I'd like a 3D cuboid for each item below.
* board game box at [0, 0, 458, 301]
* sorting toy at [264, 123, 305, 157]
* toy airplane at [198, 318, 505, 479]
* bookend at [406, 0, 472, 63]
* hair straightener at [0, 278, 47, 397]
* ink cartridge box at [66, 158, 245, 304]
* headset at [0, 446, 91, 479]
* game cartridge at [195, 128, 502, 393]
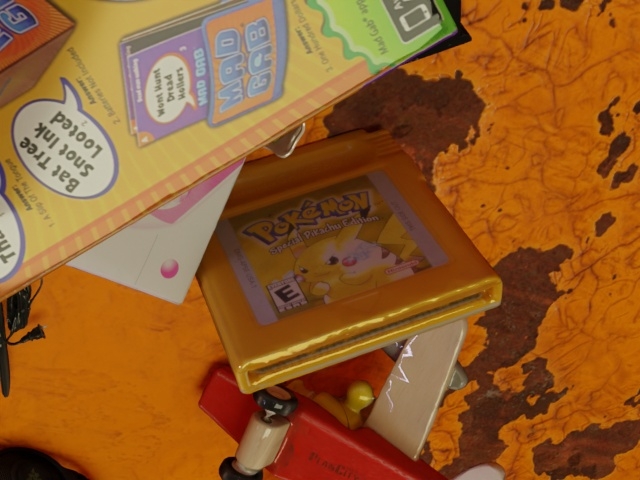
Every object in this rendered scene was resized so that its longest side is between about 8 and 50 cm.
[{"bbox_3d":[-0.185,-0.221,0.668,0.356,0.356,0.356,-30,110,0],"label":"board game box"},{"bbox_3d":[-0.041,-0.132,1.141,0.045,0.075,0.083,18,116,-33],"label":"sorting toy"},{"bbox_3d":[0.068,0.294,1.383,0.386,0.272,0.384,-20,99,9],"label":"toy airplane"},{"bbox_3d":[0.078,-0.268,1.070,0.156,0.072,0.157,-21,144,-7],"label":"bookend"},{"bbox_3d":[-0.374,0.094,1.195,0.089,0.047,0.230,0,120,-24],"label":"hair straightener"},{"bbox_3d":[-0.213,-0.138,0.977,0.324,0.071,0.330,24,89,-37],"label":"ink cartridge box"},{"bbox_3d":[-0.436,0.396,1.294,0.243,0.185,0.394,-38,142,6],"label":"headset"},{"bbox_3d":[0.000,0.000,1.095,0.285,0.323,0.052,-18,133,-11],"label":"game cartridge"}]
